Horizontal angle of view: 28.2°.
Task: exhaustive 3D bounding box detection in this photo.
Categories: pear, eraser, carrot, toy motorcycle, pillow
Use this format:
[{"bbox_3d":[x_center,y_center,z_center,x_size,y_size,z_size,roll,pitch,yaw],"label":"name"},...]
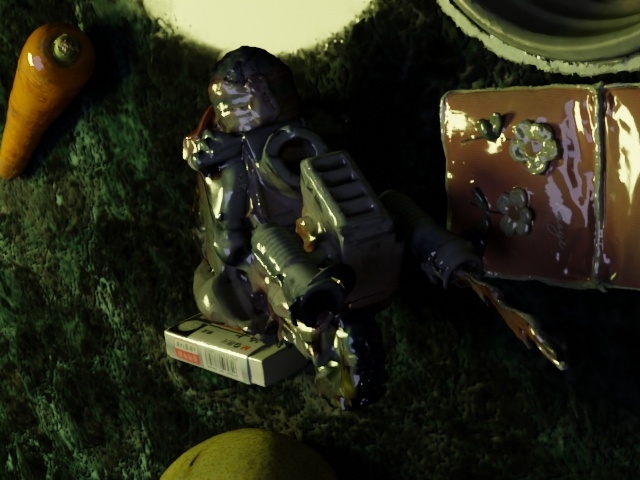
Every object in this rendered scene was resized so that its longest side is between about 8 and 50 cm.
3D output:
[{"bbox_3d":[-0.051,0.232,1.025,0.167,0.136,0.167,18,117,41],"label":"pear"},{"bbox_3d":[-0.071,0.087,1.041,0.122,0.052,0.029,12,118,43],"label":"eraser"},{"bbox_3d":[-0.256,-0.122,1.152,0.061,0.061,0.256,59,148,9],"label":"carrot"},{"bbox_3d":[0.000,0.000,0.833,0.401,0.134,0.207,-134,38,-52],"label":"toy motorcycle"},{"bbox_3d":[0.166,-0.031,0.741,0.232,0.043,0.126,7,110,45],"label":"pillow"}]

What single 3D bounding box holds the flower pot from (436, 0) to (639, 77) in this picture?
[{"bbox_3d":[0.152,-0.203,0.602,0.235,0.140,0.235,20,119,40],"label":"flower pot"}]
